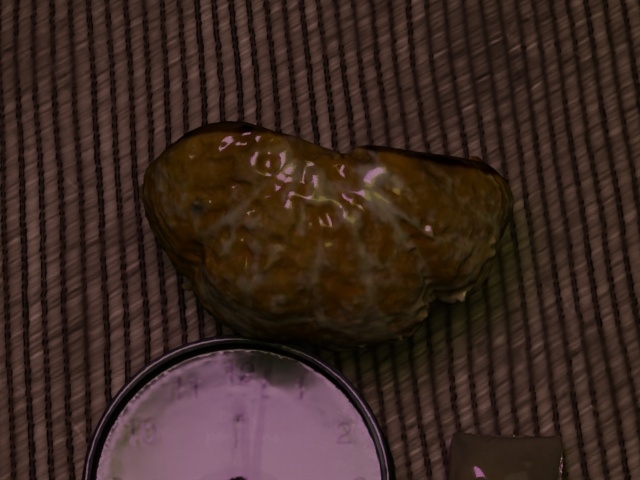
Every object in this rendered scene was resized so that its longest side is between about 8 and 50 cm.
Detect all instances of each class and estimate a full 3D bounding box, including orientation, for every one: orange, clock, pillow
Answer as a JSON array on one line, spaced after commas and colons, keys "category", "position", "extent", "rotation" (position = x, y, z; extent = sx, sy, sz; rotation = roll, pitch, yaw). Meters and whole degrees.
[{"category": "orange", "position": [0.000, 0.000, 1.567], "extent": [0.368, 0.271, 0.210], "rotation": [8, 75, 1]}, {"category": "clock", "position": [-0.082, 0.247, 1.590], "extent": [0.319, 0.066, 0.319], "rotation": [0, 70, 1]}, {"category": "pillow", "position": [0.182, 0.291, 1.576], "extent": [0.119, 0.053, 0.208], "rotation": [2, 68, -1]}]
